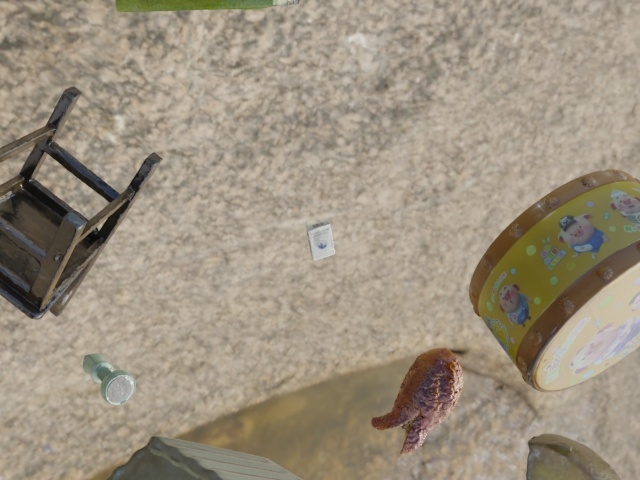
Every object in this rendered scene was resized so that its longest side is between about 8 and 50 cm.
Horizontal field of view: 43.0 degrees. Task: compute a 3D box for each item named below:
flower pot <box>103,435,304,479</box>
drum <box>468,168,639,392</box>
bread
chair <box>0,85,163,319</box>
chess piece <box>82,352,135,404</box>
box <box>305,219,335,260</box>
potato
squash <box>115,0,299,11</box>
[{"bbox_3d":[-0.093,0.298,0.700,0.189,0.209,0.240,37,46,-54],"label":"flower pot"},{"bbox_3d":[0.514,0.080,1.570,0.430,0.214,0.431,-22,143,-17],"label":"drum"},{"bbox_3d":[0.237,0.374,1.901,0.269,0.139,0.095,-54,163,4],"label":"bread"},{"bbox_3d":[-0.455,0.002,1.247,0.416,0.203,0.241,-49,-174,34],"label":"chair"},{"bbox_3d":[-0.377,0.228,1.413,0.059,0.149,0.059,-15,116,-34],"label":"chess piece"},{"bbox_3d":[0.000,0.000,1.815,0.054,0.024,0.083,-19,124,-14],"label":"box"},{"bbox_3d":[0.556,0.495,1.591,0.211,0.264,0.190,1,97,-42],"label":"potato"},{"bbox_3d":[-0.147,-0.416,1.230,0.203,0.288,0.111,-40,131,-50],"label":"squash"}]
